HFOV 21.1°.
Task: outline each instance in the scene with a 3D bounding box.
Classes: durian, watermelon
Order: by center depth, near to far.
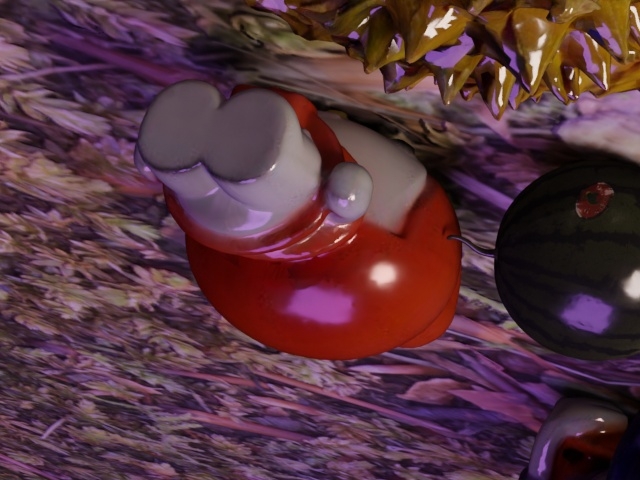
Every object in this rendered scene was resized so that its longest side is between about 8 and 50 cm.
[{"bbox_3d":[0.005,-0.130,0.634,0.341,0.112,0.191,18,161,1],"label":"durian"},{"bbox_3d":[0.131,0.009,0.891,0.133,0.105,0.105,6,158,5],"label":"watermelon"}]

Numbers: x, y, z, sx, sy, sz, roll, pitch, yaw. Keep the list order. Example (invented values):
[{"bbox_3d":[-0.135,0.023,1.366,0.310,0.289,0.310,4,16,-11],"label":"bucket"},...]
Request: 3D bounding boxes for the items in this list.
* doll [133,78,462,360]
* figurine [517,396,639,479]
[{"bbox_3d":[0.000,0.000,0.944,0.161,0.129,0.290,8,163,26],"label":"doll"},{"bbox_3d":[0.214,0.219,1.247,0.154,0.193,0.421,16,164,-7],"label":"figurine"}]
